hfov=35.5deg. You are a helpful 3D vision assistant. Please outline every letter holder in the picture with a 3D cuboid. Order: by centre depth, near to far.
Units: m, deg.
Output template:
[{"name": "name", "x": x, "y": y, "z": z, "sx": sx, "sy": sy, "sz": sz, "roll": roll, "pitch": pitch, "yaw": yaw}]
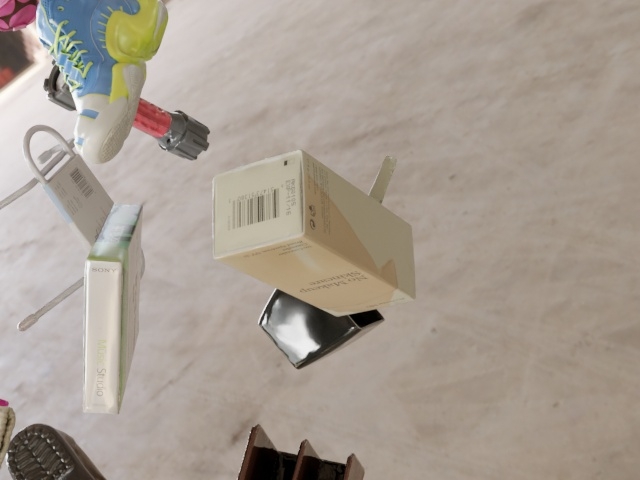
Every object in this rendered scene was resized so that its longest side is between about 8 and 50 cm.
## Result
[{"name": "letter holder", "x": -0.049, "y": 0.442, "z": 1.448, "sx": 0.152, "sy": 0.214, "sz": 0.302, "roll": 8, "pitch": 66, "yaw": 13}]

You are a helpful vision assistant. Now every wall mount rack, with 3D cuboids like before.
[{"name": "wall mount rack", "x": -0.486, "y": -0.020, "z": 1.821, "sx": 0.130, "sy": 0.350, "sz": 0.304, "roll": -17, "pitch": 26, "yaw": 32}]

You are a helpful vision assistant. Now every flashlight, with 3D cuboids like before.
[{"name": "flashlight", "x": -0.325, "y": -0.227, "z": 1.731, "sx": 0.103, "sy": 0.304, "sz": 0.103, "roll": -29, "pitch": 51, "yaw": 35}]

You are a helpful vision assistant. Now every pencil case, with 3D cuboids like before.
[{"name": "pencil case", "x": -0.526, "y": -0.417, "z": 1.576, "sx": 0.095, "sy": 0.209, "sz": 0.098, "roll": -26, "pitch": -25, "yaw": -32}]

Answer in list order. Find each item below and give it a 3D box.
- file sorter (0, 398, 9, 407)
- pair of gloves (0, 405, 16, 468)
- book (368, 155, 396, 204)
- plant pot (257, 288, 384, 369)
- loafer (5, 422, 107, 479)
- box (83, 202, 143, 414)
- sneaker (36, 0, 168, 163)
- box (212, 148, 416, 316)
[{"name": "file sorter", "x": -0.686, "y": 0.336, "z": 1.603, "sx": 0.182, "sy": 0.290, "sz": 0.202, "roll": -75, "pitch": 8, "yaw": -48}, {"name": "pair of gloves", "x": -0.424, "y": 0.257, "z": 1.034, "sx": 0.204, "sy": 0.042, "sz": 0.240, "roll": 12, "pitch": 74, "yaw": 41}, {"name": "book", "x": 0.081, "y": -0.055, "z": 1.600, "sx": 0.144, "sy": 0.035, "sz": 0.096, "roll": 110, "pitch": -177, "yaw": -51}, {"name": "plant pot", "x": -0.011, "y": 0.151, "z": 2.002, "sx": 0.167, "sy": 0.187, "sz": 0.188, "roll": -44, "pitch": -11, "yaw": 15}, {"name": "loafer", "x": -0.351, "y": 0.444, "z": 1.584, "sx": 0.133, "sy": 0.366, "sz": 0.130, "roll": -33, "pitch": -10, "yaw": 3}, {"name": "box", "x": -0.314, "y": 0.092, "z": 1.528, "sx": 0.058, "sy": 0.232, "sz": 0.322, "roll": 3, "pitch": 15, "yaw": -7}, {"name": "sneaker", "x": -0.236, "y": -0.174, "z": 0.995, "sx": 0.240, "sy": 0.126, "sz": 0.091, "roll": -82, "pitch": 13, "yaw": -47}, {"name": "box", "x": 0.000, "y": 0.000, "z": 1.368, "sx": 0.148, "sy": 0.311, "sz": 0.121, "roll": -15, "pitch": 65, "yaw": 29}]
